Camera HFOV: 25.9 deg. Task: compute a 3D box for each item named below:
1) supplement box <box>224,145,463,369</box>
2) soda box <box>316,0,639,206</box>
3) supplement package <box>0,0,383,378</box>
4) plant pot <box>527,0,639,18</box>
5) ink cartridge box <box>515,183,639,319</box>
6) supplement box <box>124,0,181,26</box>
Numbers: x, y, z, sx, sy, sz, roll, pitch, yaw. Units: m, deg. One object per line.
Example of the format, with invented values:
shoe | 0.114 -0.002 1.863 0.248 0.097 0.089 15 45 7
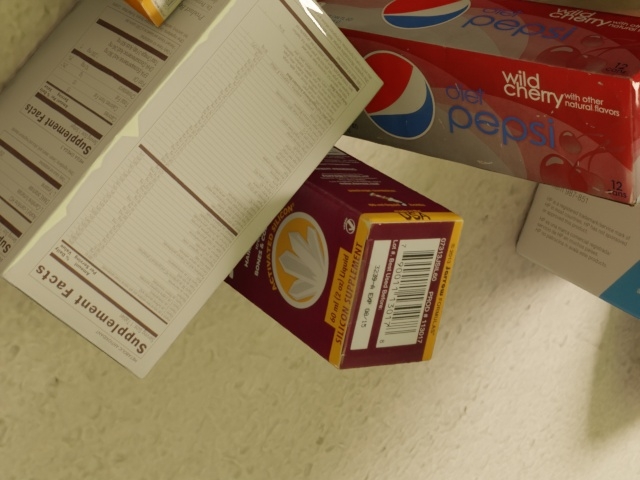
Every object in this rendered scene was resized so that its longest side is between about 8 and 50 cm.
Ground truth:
supplement box | 0.000 0.000 0.946 0.080 0.188 0.104 -1 112 -36
soda box | 0.108 -0.107 0.922 0.083 0.263 0.092 -39 132 -39
supplement package | -0.106 -0.064 0.869 0.244 0.134 0.139 -51 133 -7
plant pot | 0.230 -0.236 0.987 0.284 0.284 0.191 -32 163 -21
ink cartridge box | 0.321 -0.086 1.128 0.129 0.223 0.307 8 106 -40
supplement box | -0.088 -0.181 0.800 0.098 0.062 0.036 -50 161 -6
